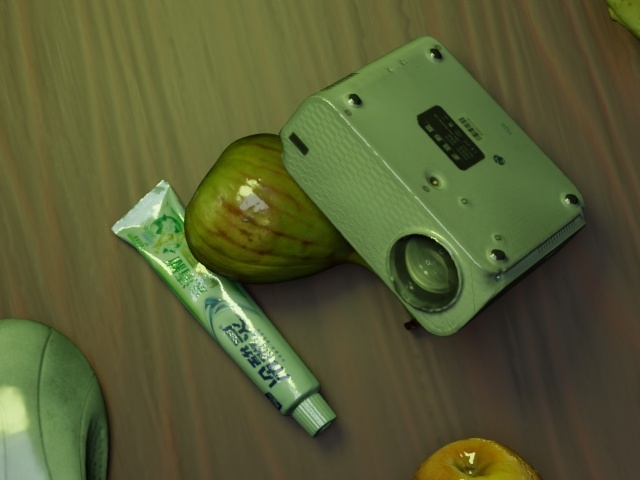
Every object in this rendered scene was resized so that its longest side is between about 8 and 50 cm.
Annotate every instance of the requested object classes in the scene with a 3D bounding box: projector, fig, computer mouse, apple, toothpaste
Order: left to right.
[{"bbox_3d":[-0.303,0.261,1.787,0.188,0.122,0.371,-4,87,5],"label":"computer mouse"},{"bbox_3d":[-0.090,0.072,1.822,0.075,0.048,0.297,-41,78,2],"label":"toothpaste"},{"bbox_3d":[0.000,0.000,1.773,0.259,0.151,0.151,27,87,2],"label":"fig"},{"bbox_3d":[0.108,-0.057,1.729,0.250,0.198,0.108,49,132,8],"label":"projector"},{"bbox_3d":[0.146,0.254,1.724,0.146,0.146,0.146,-1,84,5],"label":"apple"}]

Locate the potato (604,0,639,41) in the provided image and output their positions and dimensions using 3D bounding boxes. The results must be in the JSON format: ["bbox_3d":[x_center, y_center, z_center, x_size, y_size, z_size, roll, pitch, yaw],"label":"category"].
[{"bbox_3d":[0.410,-0.338,1.736,0.269,0.219,0.359,23,94,16],"label":"potato"}]
